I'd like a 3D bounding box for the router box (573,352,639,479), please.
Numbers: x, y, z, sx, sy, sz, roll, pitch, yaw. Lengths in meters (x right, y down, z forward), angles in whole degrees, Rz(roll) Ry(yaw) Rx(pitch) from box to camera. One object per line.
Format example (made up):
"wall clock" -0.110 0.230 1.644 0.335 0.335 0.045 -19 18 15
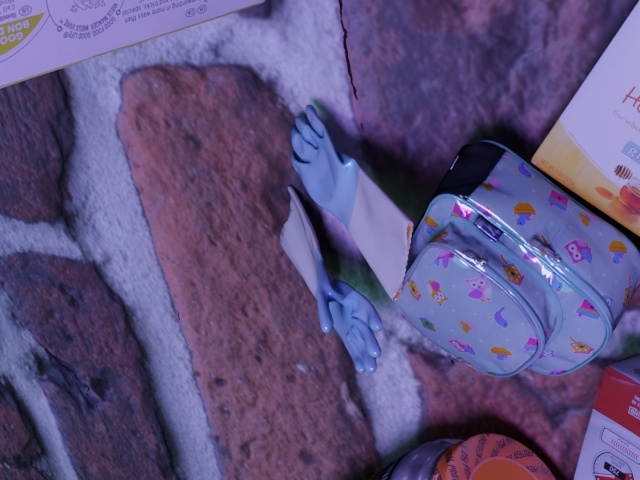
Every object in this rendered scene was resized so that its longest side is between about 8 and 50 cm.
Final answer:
"router box" 0.344 0.295 0.753 0.335 0.082 0.301 33 124 46

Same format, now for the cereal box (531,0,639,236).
"cereal box" 0.286 -0.102 0.701 0.173 0.047 0.240 36 134 10

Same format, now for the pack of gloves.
"pack of gloves" 0.000 0.000 0.892 0.232 0.046 0.195 -125 31 -45

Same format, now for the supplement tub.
"supplement tub" 0.107 0.334 1.028 0.193 0.193 0.316 45 134 2

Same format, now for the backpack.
"backpack" 0.164 0.031 0.809 0.188 0.144 0.166 29 148 4

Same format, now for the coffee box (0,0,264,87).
"coffee box" -0.271 -0.332 0.703 0.338 0.338 0.334 30 133 33
